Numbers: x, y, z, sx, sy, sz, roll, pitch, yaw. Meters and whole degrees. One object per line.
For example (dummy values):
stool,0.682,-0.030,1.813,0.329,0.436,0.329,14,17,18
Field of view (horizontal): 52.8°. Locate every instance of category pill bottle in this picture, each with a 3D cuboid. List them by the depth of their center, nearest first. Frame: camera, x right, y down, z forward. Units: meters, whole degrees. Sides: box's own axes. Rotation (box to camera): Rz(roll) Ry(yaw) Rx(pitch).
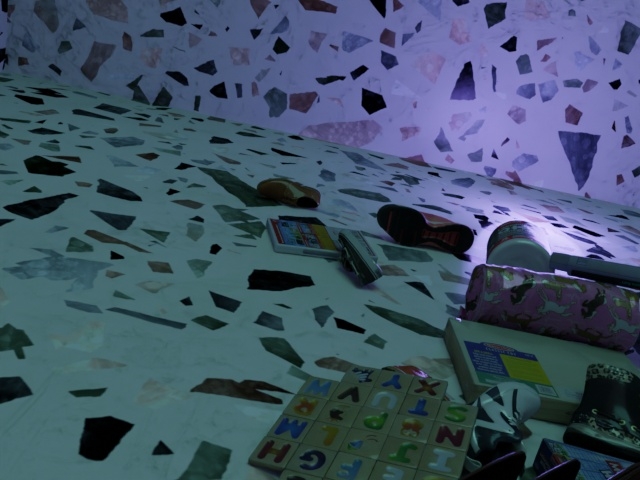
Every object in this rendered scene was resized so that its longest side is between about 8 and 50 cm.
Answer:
pill bottle,0.557,0.041,1.816,0.176,0.176,0.318,16,19,10

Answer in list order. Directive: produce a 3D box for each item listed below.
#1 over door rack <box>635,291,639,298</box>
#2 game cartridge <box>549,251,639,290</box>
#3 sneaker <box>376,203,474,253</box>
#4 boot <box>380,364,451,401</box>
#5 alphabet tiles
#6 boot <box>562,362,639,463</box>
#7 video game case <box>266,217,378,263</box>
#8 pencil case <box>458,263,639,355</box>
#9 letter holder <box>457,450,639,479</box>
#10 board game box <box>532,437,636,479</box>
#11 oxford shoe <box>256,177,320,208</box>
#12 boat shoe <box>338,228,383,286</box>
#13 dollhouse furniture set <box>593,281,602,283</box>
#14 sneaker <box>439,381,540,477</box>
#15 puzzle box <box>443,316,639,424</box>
over door rack,0.933,0.191,1.522,0.240,0.108,0.324,-3,26,-9
game cartridge,0.765,0.090,1.555,0.230,0.068,0.355,4,6,-37
sneaker,0.314,-0.035,2.016,0.314,0.116,0.136,17,8,-10
boot,0.186,0.265,1.142,0.085,0.059,0.158,1,21,-43
alphabet tiles,0.072,0.285,0.953,0.285,0.011,0.342,7,22,20
boot,0.549,0.315,1.096,0.236,0.085,0.178,18,45,20
video game case,0.000,0.000,1.801,0.285,0.025,0.204,8,20,-15
pencil case,0.520,0.157,1.478,0.386,0.167,0.160,12,-3,-1
letter holder,0.211,0.331,0.731,0.302,0.214,0.152,-6,27,-42
board game box,0.447,0.388,0.957,0.194,0.060,0.194,9,20,-8
oxford shoe,-0.102,-0.149,2.086,0.212,0.076,0.076,10,30,-7
boat shoe,0.082,0.041,1.651,0.070,0.077,0.219,-34,33,-1
dollhouse furniture set,0.679,0.182,1.725,0.144,0.123,0.151,0,-11,-34
sneaker,0.294,0.311,1.025,0.235,0.094,0.153,1,24,-30
puzzle box,0.467,0.273,1.301,0.409,0.052,0.272,12,20,-3
